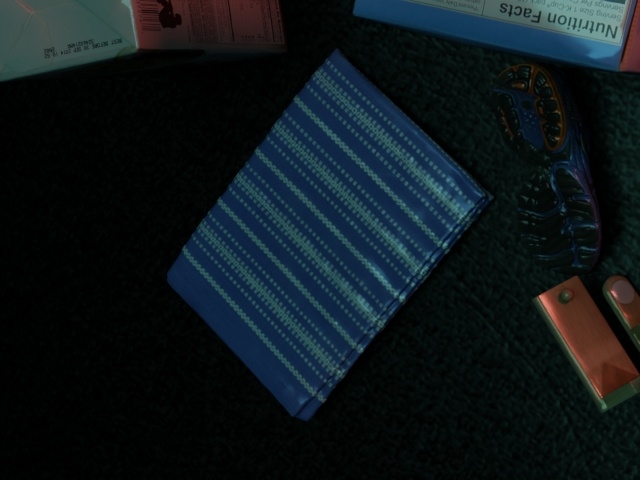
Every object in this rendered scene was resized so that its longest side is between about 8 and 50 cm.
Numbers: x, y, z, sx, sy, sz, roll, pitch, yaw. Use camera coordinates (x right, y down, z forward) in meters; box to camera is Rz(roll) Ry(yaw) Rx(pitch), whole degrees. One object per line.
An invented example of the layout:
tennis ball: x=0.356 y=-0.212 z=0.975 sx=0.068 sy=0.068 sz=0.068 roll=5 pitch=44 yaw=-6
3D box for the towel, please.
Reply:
towel: x=0.000 y=0.000 z=1.432 sx=0.243 sy=0.040 sz=0.336 roll=45 pitch=110 yaw=19

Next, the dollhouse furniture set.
dollhouse furniture set: x=0.310 y=0.052 z=1.213 sx=0.123 sy=0.144 sz=0.151 roll=59 pitch=151 yaw=11

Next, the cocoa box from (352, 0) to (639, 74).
cocoa box: x=0.213 y=-0.264 z=1.122 sx=0.231 sy=0.347 sz=0.228 roll=16 pitch=102 yaw=24

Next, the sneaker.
sneaker: x=0.231 y=-0.071 z=1.280 sx=0.083 sy=0.087 sz=0.221 roll=-1 pitch=111 yaw=34

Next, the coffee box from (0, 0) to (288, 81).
coffee box: x=-0.178 y=-0.233 z=1.351 sx=0.168 sy=0.297 sz=0.118 roll=-7 pitch=94 yaw=26
